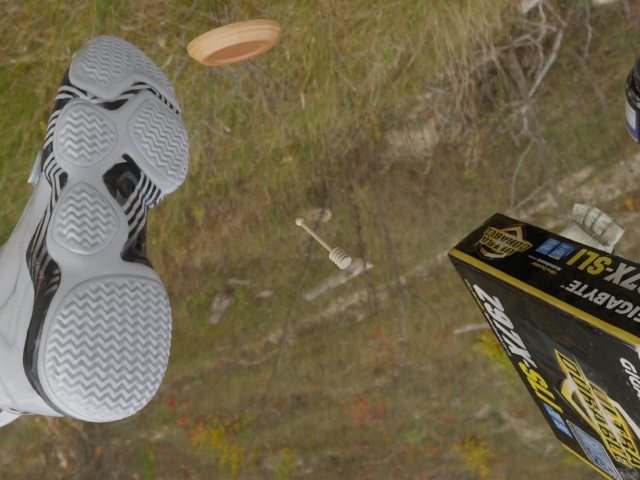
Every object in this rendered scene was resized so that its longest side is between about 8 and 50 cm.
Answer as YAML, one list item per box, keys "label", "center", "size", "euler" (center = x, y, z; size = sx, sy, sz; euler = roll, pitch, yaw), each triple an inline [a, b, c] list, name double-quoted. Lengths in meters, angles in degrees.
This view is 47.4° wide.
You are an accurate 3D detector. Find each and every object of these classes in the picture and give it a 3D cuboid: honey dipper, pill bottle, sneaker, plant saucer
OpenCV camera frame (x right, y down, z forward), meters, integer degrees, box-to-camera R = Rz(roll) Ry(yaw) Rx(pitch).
- label: "honey dipper"
  center: [0.000, 0.000, 1.466]
  size: [0.030, 0.160, 0.030]
  euler: [-30, 143, -26]
- label: "pill bottle"
  center: [0.617, -0.261, 1.320]
  size: [0.122, 0.123, 0.219]
  euler: [-16, 156, 17]
- label: "sneaker"
  center: [-0.240, -0.008, 0.663]
  size: [0.210, 0.366, 0.137]
  euler: [-21, 150, 32]
- label: "plant saucer"
  center: [-0.176, -0.405, 1.510]
  size: [0.200, 0.037, 0.200]
  euler: [-16, -179, 0]

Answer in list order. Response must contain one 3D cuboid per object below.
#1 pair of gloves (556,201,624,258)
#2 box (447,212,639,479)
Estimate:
- label: "pair of gloves"
  center: [0.468, 0.071, 1.155]
  size: [0.042, 0.240, 0.204]
  euler: [-15, 129, -58]
- label: "box"
  center: [0.283, 0.138, 0.703]
  size: [0.079, 0.257, 0.322]
  euler: [-39, 117, -8]
